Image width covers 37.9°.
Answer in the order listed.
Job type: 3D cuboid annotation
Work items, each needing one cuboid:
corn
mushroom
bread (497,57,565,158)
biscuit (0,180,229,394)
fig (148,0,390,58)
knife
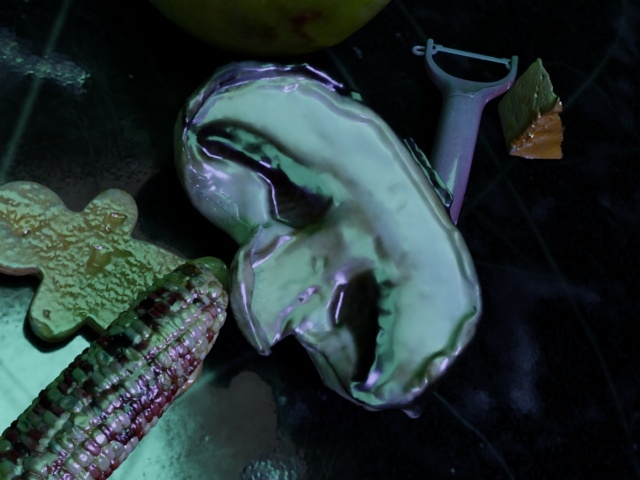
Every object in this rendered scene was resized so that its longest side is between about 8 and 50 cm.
[{"bbox_3d":[-0.165,0.122,0.733,0.086,0.086,0.253,41,68,-3],"label":"corn"},{"bbox_3d":[-0.001,0.000,0.867,0.344,0.130,0.247,46,67,1],"label":"mushroom"},{"bbox_3d":[0.261,-0.155,1.067,0.080,0.109,0.084,-1,64,-22],"label":"bread"},{"bbox_3d":[-0.193,0.027,0.814,0.234,0.030,0.153,28,58,-11],"label":"biscuit"},{"bbox_3d":[-0.031,-0.325,0.919,0.316,0.316,0.316,10,64,-21],"label":"fig"},{"bbox_3d":[0.137,-0.111,1.016,0.124,0.053,0.277,10,62,10],"label":"knife"}]
